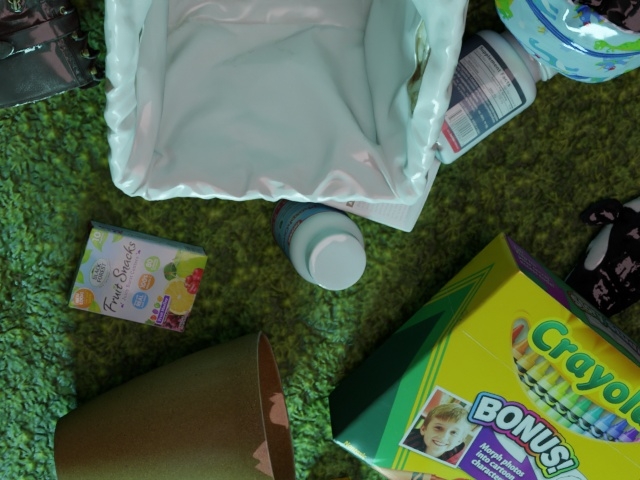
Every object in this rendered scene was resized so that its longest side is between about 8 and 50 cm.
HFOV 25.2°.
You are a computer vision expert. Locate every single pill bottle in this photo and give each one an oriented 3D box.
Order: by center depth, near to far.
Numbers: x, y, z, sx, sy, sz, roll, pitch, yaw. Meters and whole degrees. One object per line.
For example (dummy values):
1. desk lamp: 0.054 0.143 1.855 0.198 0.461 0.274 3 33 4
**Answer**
1. pill bottle: 0.000 0.000 1.644 0.087 0.160 0.087 -4 108 -13
2. pill bottle: 0.188 -0.181 1.662 0.180 0.108 0.108 -36 113 -1

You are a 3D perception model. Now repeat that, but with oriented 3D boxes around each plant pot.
1. plant pot: -0.171 0.242 1.662 0.254 0.237 0.237 -10 110 3

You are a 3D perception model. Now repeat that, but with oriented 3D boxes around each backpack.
1. backpack: 0.344 -0.338 1.556 0.290 0.273 0.355 38 56 -6

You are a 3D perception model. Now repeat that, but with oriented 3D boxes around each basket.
1. basket: -0.044 -0.236 1.426 0.331 0.266 0.328 2 139 -6

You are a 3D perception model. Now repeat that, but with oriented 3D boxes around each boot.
1. boot: -0.284 -0.271 1.529 0.263 0.091 0.229 -22 113 5

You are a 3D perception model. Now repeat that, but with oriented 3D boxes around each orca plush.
1. orca plush: 0.368 0.037 1.782 0.287 0.102 0.151 -26 112 -5

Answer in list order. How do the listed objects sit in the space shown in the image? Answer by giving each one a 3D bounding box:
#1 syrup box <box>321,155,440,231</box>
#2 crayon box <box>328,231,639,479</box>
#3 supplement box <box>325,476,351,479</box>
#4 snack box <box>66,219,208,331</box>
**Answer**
1. syrup box: 0.005 -0.097 1.640 0.237 0.093 0.096 19 102 -14
2. crayon box: 0.247 0.214 1.769 0.363 0.106 0.313 37 111 -23
3. supplement box: 0.014 0.357 1.832 0.062 0.036 0.098 -8 110 -11
4. snack box: -0.214 0.043 1.670 0.141 0.037 0.100 15 102 -18
